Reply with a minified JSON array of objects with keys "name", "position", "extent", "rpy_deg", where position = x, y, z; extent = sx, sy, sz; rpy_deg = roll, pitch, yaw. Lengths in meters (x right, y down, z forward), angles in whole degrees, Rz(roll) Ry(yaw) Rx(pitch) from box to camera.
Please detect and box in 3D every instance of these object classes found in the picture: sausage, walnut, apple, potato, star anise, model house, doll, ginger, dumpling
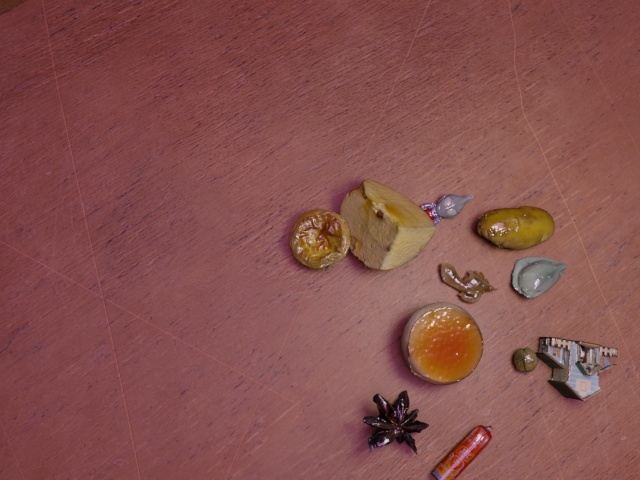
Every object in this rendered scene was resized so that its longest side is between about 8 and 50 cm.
[{"name":"sausage","position":[0.514,0.758,1.753],"extent":[0.274,0.074,0.074],"rpy_deg":[-41,82,-10]},{"name":"walnut","position":[0.759,0.442,1.821],"extent":[0.092,0.092,0.092],"rpy_deg":[0,78,-2]},{"name":"apple","position":[0.230,-0.071,1.832],"extent":[0.314,0.252,0.309],"rpy_deg":[-37,49,-5]},{"name":"potato","position":[0.746,-0.049,1.893],"extent":[0.300,0.140,0.172],"rpy_deg":[-4,71,-8]},{"name":"star anise","position":[0.256,0.645,1.730],"extent":[0.283,0.129,0.212],"rpy_deg":[11,88,-33]},{"name":"model house","position":[0.926,0.470,1.777],"extent":[0.271,0.178,0.206],"rpy_deg":[11,80,-3]},{"name":"doll","position":[0.492,-0.129,1.937],"extent":[0.228,0.075,0.102],"rpy_deg":[-21,96,5]},{"name":"ginger","position":[0.557,0.150,1.889],"extent":[0.133,0.059,0.214],"rpy_deg":[-44,81,-1]},{"name":"dumpling","position":[0.828,0.124,1.876],"extent":[0.217,0.105,0.149],"rpy_deg":[-30,81,-7]}]

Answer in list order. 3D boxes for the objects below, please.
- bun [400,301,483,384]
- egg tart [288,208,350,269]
[{"name":"bun","position":[0.426,0.370,1.783],"extent":[0.299,0.165,0.298],"rpy_deg":[0,86,-4]},{"name":"egg tart","position":[0.000,0.000,1.872],"extent":[0.241,0.106,0.241],"rpy_deg":[-2,76,9]}]
